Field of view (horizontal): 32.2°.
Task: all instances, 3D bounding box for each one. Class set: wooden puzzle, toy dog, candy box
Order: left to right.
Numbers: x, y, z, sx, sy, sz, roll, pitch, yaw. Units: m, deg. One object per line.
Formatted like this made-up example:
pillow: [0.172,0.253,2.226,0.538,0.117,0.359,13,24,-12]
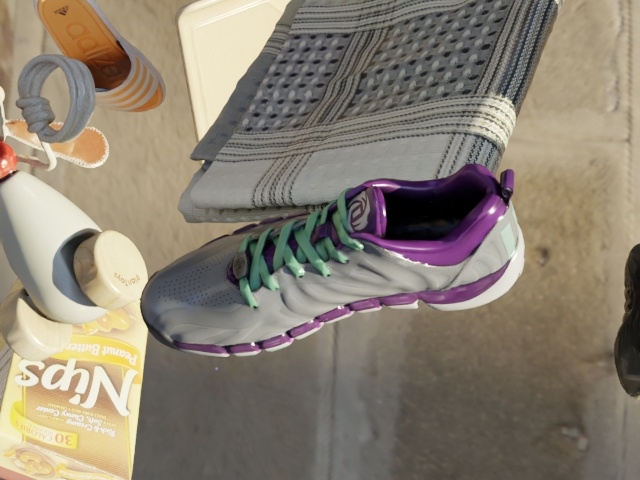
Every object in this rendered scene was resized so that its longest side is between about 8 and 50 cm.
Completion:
toy dog: [-0.294,-0.041,1.224,0.220,0.161,0.334,-6,96,19]
candy box: [-0.332,0.181,1.454,0.183,0.316,0.087,27,124,-24]
wooden puzzle: [-0.083,-0.234,1.444,0.221,0.239,0.044,-27,44,-27]

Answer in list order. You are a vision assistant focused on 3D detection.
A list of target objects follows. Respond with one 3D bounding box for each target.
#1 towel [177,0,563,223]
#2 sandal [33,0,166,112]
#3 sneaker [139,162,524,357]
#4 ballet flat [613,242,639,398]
towel: [0.040,-0.144,0.949,0.056,0.324,0.312,49,53,-36]
sandal: [-0.301,-0.234,1.498,0.102,0.265,0.076,-21,55,13]
sneaker: [0.000,0.000,0.616,0.223,0.098,0.083,-13,59,3]
ballet flat: [0.327,0.080,1.103,0.049,0.057,0.173,42,50,-39]
